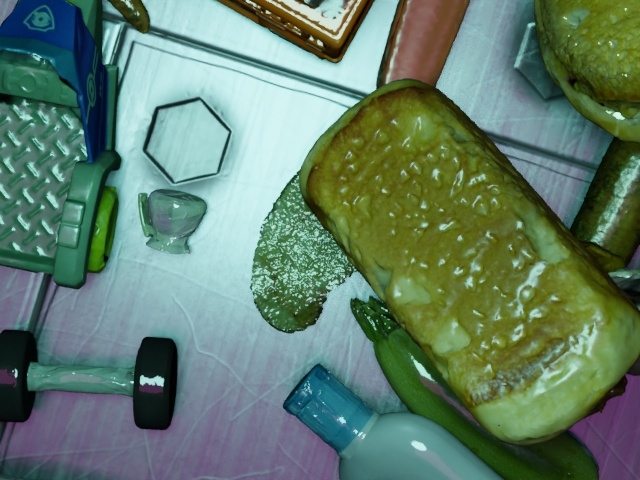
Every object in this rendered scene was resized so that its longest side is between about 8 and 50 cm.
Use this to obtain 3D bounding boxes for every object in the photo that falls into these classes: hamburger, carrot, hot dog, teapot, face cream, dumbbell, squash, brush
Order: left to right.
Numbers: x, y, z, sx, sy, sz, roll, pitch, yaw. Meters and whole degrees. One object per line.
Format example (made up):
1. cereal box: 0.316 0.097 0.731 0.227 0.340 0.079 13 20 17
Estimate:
1. dumbbell: -0.252 0.148 1.675 0.191 0.100 0.100 3 92 -1
2. carrot: -0.248 -0.300 1.689 0.191 0.047 0.047 44 92 -6
3. teapot: -0.165 -0.021 1.694 0.083 0.064 0.064 18 101 31
4. brush: 0.105 -0.219 1.689 0.070 0.051 0.323 22 89 -8
5. face cream: 0.105 0.260 1.663 0.337 0.080 0.163 41 134 -2
6. squash: 0.156 0.179 1.684 0.341 0.094 0.094 38 92 -4
7. hot dog: 0.162 0.031 1.567 0.185 0.223 0.405 -42 60 8
8. carrot: 0.325 -0.048 1.677 0.082 0.082 0.173 25 89 -1
9. hamburger: 0.357 -0.247 1.591 0.290 0.170 0.314 -23 54 8

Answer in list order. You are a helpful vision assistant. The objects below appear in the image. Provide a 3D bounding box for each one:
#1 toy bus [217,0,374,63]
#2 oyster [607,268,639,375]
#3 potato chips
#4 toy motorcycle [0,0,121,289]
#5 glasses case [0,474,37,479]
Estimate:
1. toy bus: -0.093 -0.320 1.631 0.329 0.153 0.143 30 93 -1
2. oyster: 0.358 0.076 1.641 0.223 0.214 0.083 20 54 8
3. potato chips: 0.000 0.000 1.708 0.142 0.026 0.209 5 90 3
4. toy motorcycle: -0.298 -0.122 1.616 0.191 0.200 0.326 10 95 0
5. glasses case: -0.344 0.290 1.673 0.297 0.113 0.075 9 91 -1
